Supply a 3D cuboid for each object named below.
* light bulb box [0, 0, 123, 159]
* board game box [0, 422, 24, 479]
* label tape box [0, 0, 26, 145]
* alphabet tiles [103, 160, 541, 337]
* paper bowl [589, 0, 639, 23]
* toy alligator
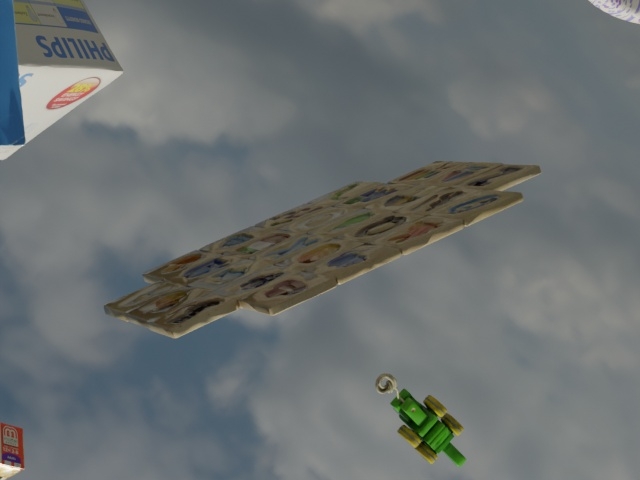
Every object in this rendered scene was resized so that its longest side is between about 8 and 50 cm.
[{"bbox_3d":[-0.476,-0.290,1.771,0.361,0.225,0.358,61,-157,8],"label":"light bulb box"},{"bbox_3d":[-0.389,0.210,1.395,0.147,0.193,0.045,26,-135,-44],"label":"board game box"},{"bbox_3d":[-0.430,-0.181,1.301,0.347,0.249,0.115,-5,-167,-15],"label":"label tape box"},{"bbox_3d":[0.000,0.000,1.257,0.285,0.342,0.011,9,120,64],"label":"alphabet tiles"},{"bbox_3d":[0.364,-0.339,1.438,0.284,0.284,0.148,20,-125,-39],"label":"paper bowl"},{"bbox_3d":[0.105,0.195,1.724,0.190,0.056,0.051,47,172,-36],"label":"toy alligator"}]
